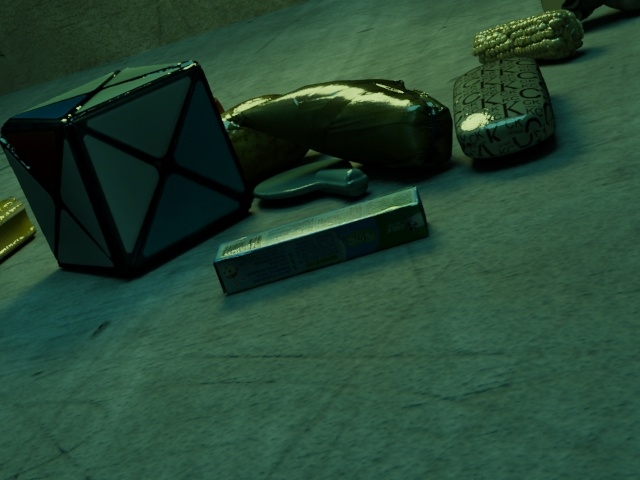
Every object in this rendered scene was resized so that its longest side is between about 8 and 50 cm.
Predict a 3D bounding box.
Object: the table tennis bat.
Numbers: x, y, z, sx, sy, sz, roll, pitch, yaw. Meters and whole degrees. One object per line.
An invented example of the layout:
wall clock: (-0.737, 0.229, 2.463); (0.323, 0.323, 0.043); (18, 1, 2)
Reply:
table tennis bat: (-0.005, -0.090, 1.804); (0.153, 0.040, 0.244); (-24, 16, -27)

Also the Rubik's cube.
Rubik's cube: (-0.290, -0.110, 1.810); (0.246, 0.248, 0.250); (-32, 21, -31)

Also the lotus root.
lotus root: (-0.099, -0.167, 1.976); (0.260, 0.128, 0.145); (-23, 9, -16)

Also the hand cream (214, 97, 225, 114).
hand cream: (-0.319, -0.168, 2.285); (0.314, 0.089, 0.140); (-25, 15, 6)

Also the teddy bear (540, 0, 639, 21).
teddy bear: (0.528, -0.482, 2.214); (0.251, 0.171, 0.144); (-14, 38, -3)

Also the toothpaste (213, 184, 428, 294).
toothpaste: (0.000, 0.000, 1.516); (0.266, 0.050, 0.065); (-17, 17, 8)

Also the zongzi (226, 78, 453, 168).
zongzi: (0.025, -0.165, 1.767); (0.289, 0.123, 0.260); (-4, 15, -13)

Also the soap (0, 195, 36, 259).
soap: (-0.582, -0.001, 2.060); (0.140, 0.073, 0.232); (-8, 21, 25)

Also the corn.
corn: (0.363, -0.348, 2.116); (0.087, 0.087, 0.211); (-32, 18, -34)

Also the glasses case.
glasses case: (0.264, -0.198, 1.767); (0.137, 0.085, 0.355); (-17, 19, 12)
